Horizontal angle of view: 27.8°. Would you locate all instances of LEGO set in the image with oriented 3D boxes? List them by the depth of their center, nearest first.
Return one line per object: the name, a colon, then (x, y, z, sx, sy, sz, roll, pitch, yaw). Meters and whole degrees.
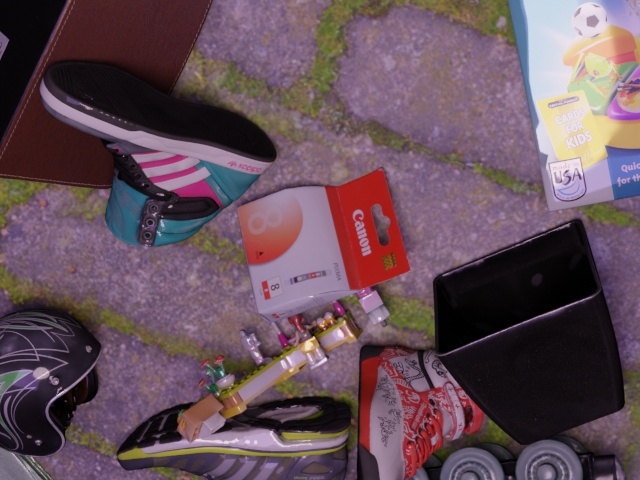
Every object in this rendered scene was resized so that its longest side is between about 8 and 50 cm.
LEGO set: (-0.062, 0.118, 1.523, 0.287, 0.132, 0.107, -31, 92, -7)

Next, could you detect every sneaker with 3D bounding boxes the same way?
sneaker: (0.114, 0.205, 1.449, 0.145, 0.270, 0.090, 1, 118, 2)
sneaker: (-0.213, -0.085, 1.459, 0.295, 0.124, 0.178, 18, 123, -37)
sneaker: (-0.105, 0.271, 1.584, 0.299, 0.111, 0.121, -3, 107, 12)

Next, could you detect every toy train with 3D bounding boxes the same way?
toy train: (0.193, 0.334, 1.507, 0.333, 0.142, 0.190, -8, 82, 16)

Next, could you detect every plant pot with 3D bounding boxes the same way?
plant pot: (0.248, 0.114, 1.455, 0.188, 0.187, 0.167, -24, 112, 14)

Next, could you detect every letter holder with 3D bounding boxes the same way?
letter holder: (-0.277, -0.228, 1.479, 0.152, 0.214, 0.302, 40, 110, 31)

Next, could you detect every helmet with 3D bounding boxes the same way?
helmet: (-0.348, 0.162, 1.567, 0.169, 0.169, 0.162, 6, 121, 8)

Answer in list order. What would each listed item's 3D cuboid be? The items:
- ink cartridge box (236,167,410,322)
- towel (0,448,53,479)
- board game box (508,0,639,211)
ink cartridge box: (0.000, 0.000, 1.489, 0.179, 0.045, 0.145, -22, 61, 16)
towel: (-0.533, 0.342, 1.706, 0.325, 0.038, 0.248, -42, 93, 16)
board game box: (0.340, -0.220, 1.400, 0.253, 0.079, 0.336, -11, 102, 12)
